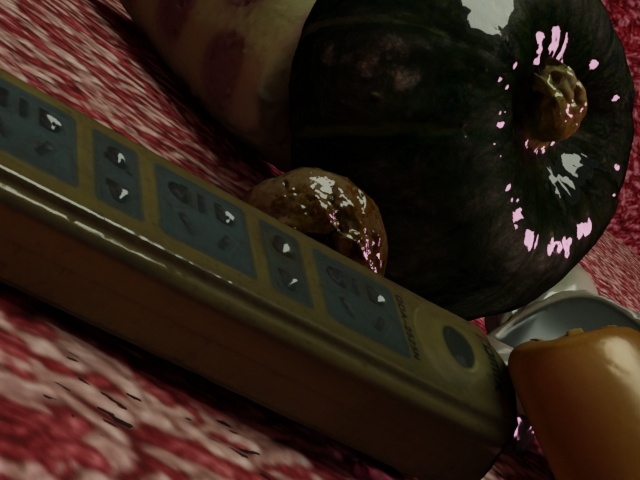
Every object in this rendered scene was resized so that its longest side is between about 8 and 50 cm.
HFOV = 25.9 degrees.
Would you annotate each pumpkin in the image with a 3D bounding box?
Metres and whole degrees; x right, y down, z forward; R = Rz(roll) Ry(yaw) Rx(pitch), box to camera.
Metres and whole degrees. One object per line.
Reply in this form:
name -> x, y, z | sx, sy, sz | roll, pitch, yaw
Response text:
pumpkin -> 0.113, -0.086, 1.027 | 0.207, 0.300, 0.300 | -1, -19, 40

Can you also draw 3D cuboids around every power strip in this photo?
power strip -> -0.031, 0.026, 0.653 | 0.387, 0.066, 0.092 | 30, 27, -31

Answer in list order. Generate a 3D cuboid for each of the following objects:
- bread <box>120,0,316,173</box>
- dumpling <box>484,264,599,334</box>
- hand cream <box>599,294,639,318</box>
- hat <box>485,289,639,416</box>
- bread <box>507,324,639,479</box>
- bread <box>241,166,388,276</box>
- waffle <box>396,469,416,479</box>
bread -> -0.054, -0.179, 1.230 | 0.187, 0.155, 0.338 | 40, 5, -44
dumpling -> 0.204, 0.083, 1.178 | 0.134, 0.100, 0.169 | 52, 11, -9
hand cream -> 0.405, 0.146, 1.591 | 0.306, 0.093, 0.147 | 34, 16, -18
hat -> 0.216, 0.125, 0.940 | 0.275, 0.161, 0.232 | 15, 1, -2
bread -> 0.169, 0.147, 0.672 | 0.092, 0.074, 0.239 | 14, 49, -62
bread -> 0.000, 0.000, 0.886 | 0.113, 0.082, 0.060 | 29, 17, -30
waffle -> 0.018, 0.078, 0.778 | 0.135, 0.021, 0.092 | 42, 11, 13
